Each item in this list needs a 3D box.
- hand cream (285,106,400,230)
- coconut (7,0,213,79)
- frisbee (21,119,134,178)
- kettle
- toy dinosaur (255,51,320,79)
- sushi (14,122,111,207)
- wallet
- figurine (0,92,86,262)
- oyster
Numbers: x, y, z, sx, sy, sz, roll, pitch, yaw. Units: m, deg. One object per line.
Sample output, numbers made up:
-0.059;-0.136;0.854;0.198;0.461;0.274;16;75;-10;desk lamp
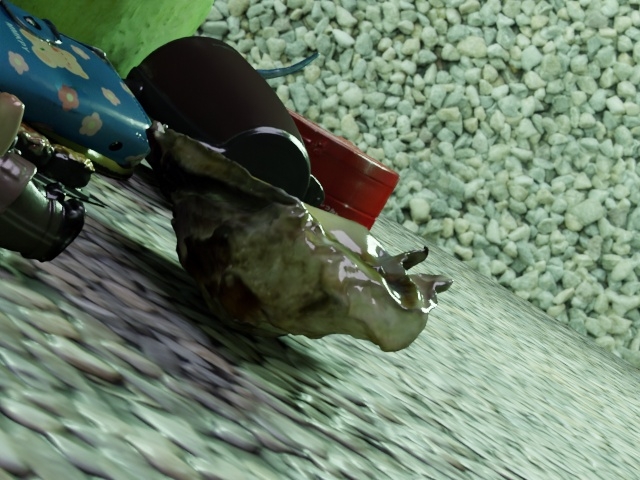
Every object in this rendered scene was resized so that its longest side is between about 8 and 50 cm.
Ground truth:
-0.018;-0.068;1.679;0.193;0.125;0.193;32;5;-3;hand cream
-0.251;-0.311;1.535;0.328;0.328;0.281;34;3;31;coconut
-0.257;-0.134;1.325;0.236;0.017;0.236;38;8;-6;frisbee
-0.109;-0.104;1.412;0.202;0.144;0.232;25;11;-30;kettle
-0.171;-0.158;1.668;0.329;0.076;0.144;-6;26;28;toy dinosaur
-0.221;-0.074;1.094;0.126;0.026;0.120;33;6;24;sushi
-0.235;-0.140;1.191;0.202;0.059;0.141;23;21;-49;wallet
-0.194;-0.060;0.721;0.196;0.108;0.114;35;6;-33;figurine
-0.032;0.012;0.978;0.275;0.100;0.271;27;-1;19;oyster
